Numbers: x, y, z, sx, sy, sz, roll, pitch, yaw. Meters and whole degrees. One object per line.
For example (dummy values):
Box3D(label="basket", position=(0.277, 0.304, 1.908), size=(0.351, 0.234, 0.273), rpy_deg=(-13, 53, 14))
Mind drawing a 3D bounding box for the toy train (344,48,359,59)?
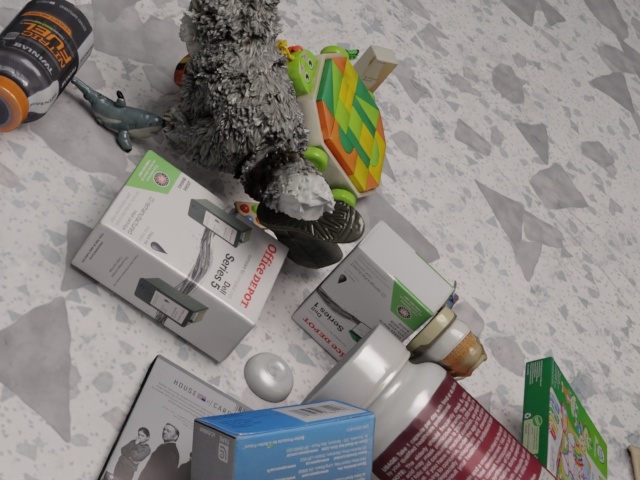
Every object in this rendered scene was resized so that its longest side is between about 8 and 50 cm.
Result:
Box3D(label="toy train", position=(0.051, -0.384, 2.482), size=(0.083, 0.024, 0.017), rpy_deg=(-17, 67, -47))

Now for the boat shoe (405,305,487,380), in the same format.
Box3D(label="boat shoe", position=(0.192, 0.183, 1.915), size=(0.103, 0.113, 0.302), rpy_deg=(43, -5, 6))

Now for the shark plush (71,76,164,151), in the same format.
Box3D(label="shark plush", position=(-0.333, -0.222, 1.974), size=(0.161, 0.067, 0.073), rpy_deg=(42, 39, -1))

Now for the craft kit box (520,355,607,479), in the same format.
Box3D(label="craft kit box", position=(0.407, 0.365, 1.994), size=(0.247, 0.061, 0.250), rpy_deg=(57, 30, -32))

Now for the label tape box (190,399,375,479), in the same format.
Box3D(label="label tape box", position=(-0.053, 0.392, 1.584), size=(0.240, 0.106, 0.334), rpy_deg=(-1, 97, -41))

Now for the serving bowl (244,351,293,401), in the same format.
Box3D(label="serving bowl", position=(-0.074, 0.204, 1.835), size=(0.083, 0.027, 0.083), rpy_deg=(22, 44, -23))

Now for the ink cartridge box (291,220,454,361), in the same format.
Box3D(label="ink cartridge box", position=(0.079, 0.100, 1.910), size=(0.160, 0.219, 0.092), rpy_deg=(43, 42, 1))

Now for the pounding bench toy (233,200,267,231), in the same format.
Box3D(label="pounding bench toy", position=(-0.112, -0.027, 1.985), size=(0.083, 0.065, 0.052), rpy_deg=(3, 53, -39))

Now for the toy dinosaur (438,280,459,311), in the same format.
Box3D(label="toy dinosaur", position=(0.225, 0.118, 2.175), size=(0.082, 0.047, 0.090), rpy_deg=(1, 87, -50))

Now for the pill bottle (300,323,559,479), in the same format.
Box3D(label="pill bottle", position=(0.164, 0.324, 1.770), size=(0.392, 0.224, 0.224), rpy_deg=(44, 39, 1))

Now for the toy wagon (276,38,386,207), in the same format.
Box3D(label="toy wagon", position=(0.019, -0.224, 2.144), size=(0.344, 0.068, 0.267), rpy_deg=(54, 37, -44))

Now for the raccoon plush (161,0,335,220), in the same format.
Box3D(label="raccoon plush", position=(-0.074, -0.252, 1.867), size=(0.216, 0.299, 0.446), rpy_deg=(-12, 30, -40))

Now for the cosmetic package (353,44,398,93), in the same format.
Box3D(label="cosmetic package", position=(0.096, -0.334, 2.402), size=(0.060, 0.115, 0.041), rpy_deg=(5, 52, -37))

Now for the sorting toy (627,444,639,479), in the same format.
Box3D(label="sorting toy", position=(0.656, 0.479, 2.190), size=(0.193, 0.038, 0.208), rpy_deg=(21, 43, -25))

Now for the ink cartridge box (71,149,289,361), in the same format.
Box3D(label="ink cartridge box", position=(-0.205, 0.023, 1.820), size=(0.272, 0.115, 0.198), rpy_deg=(35, 39, -10))

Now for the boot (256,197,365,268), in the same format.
Box3D(label="boot", position=(0.002, -0.002, 1.919), size=(0.189, 0.208, 0.076), rpy_deg=(15, 69, 22))

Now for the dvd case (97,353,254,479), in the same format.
Box3D(label="dvd case", position=(-0.191, 0.288, 1.658), size=(0.179, 0.029, 0.239), rpy_deg=(33, 39, -11))

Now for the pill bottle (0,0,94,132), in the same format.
Box3D(label="pill bottle", position=(-0.454, -0.268, 1.866), size=(0.130, 0.130, 0.246), rpy_deg=(33, 40, -11))

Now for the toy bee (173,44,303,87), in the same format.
Box3D(label="toy bee", position=(-0.109, -0.292, 2.160), size=(0.298, 0.195, 0.162), rpy_deg=(28, 82, -47))
